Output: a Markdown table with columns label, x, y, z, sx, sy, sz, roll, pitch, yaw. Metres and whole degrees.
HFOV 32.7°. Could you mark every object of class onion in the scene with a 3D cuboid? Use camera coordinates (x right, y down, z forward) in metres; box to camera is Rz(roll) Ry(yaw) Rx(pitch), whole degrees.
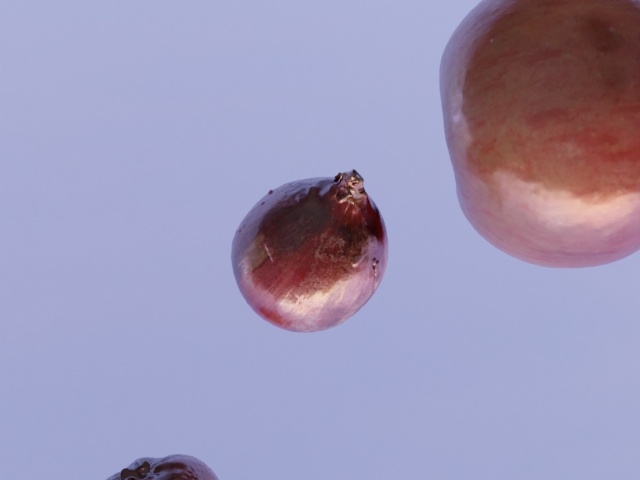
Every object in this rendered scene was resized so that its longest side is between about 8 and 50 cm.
| label | x | y | z | sx | sy | sz | roll | pitch | yaw |
| --- | --- | --- | --- | --- | --- | --- | --- | --- | --- |
| onion | 0.000 | 0.000 | 1.079 | 0.160 | 0.195 | 0.159 | 17 | -134 | -19 |

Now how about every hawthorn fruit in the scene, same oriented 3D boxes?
| label | x | y | z | sx | sy | sz | roll | pitch | yaw |
| --- | --- | --- | --- | --- | --- | --- | --- | --- | --- |
| hawthorn fruit | -0.175 | 0.336 | 1.220 | 0.169 | 0.169 | 0.188 | -25 | -74 | -10 |

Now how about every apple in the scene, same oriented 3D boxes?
| label | x | y | z | sx | sy | sz | roll | pitch | yaw |
| --- | --- | --- | --- | --- | --- | --- | --- | --- | --- |
| apple | 0.256 | -0.133 | 1.199 | 0.270 | 0.344 | 0.344 | 4 | -114 | -7 |
